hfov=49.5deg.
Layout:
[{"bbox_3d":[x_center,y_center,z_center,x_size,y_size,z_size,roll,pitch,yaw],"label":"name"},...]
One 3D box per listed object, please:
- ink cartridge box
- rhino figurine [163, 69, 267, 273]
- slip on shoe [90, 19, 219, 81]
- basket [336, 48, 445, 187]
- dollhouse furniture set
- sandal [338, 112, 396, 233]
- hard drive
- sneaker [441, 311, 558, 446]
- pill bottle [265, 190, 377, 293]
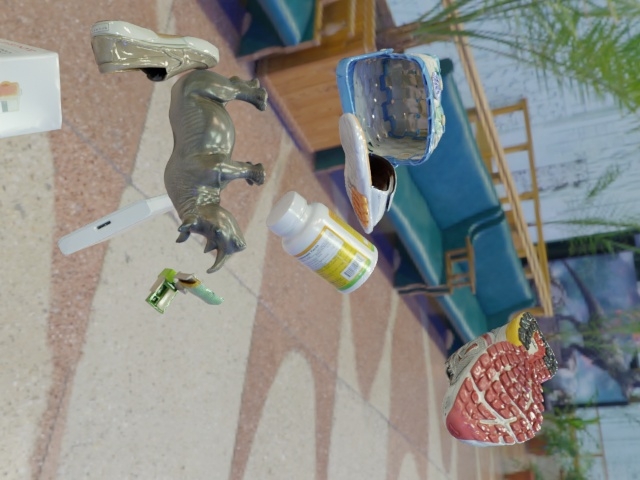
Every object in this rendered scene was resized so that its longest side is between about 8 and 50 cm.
[{"bbox_3d":[-0.728,-0.286,1.290,0.384,0.279,0.161,-25,128,-53],"label":"ink cartridge box"},{"bbox_3d":[-0.120,-0.082,0.773,0.073,0.106,0.243,146,-53,-67],"label":"rhino figurine"},{"bbox_3d":[-0.142,-0.159,0.611,0.135,0.051,0.041,-6,93,-60],"label":"slip on shoe"},{"bbox_3d":[0.134,-0.268,1.409,0.289,0.201,0.255,-34,124,-43],"label":"basket"},{"bbox_3d":[-0.236,0.093,1.154,0.076,0.151,0.059,47,65,-29],"label":"dollhouse furniture set"},{"bbox_3d":[0.084,-0.104,1.094,0.265,0.076,0.102,80,-10,-59],"label":"sandal"},{"bbox_3d":[-0.489,-0.053,1.756,0.353,0.233,0.047,-78,142,-83],"label":"hard drive"},{"bbox_3d":[0.164,0.144,0.677,0.225,0.092,0.088,-16,78,-60],"label":"sneaker"},{"bbox_3d":[0.000,0.000,1.571,0.245,0.136,0.136,38,40,-22],"label":"pill bottle"}]
